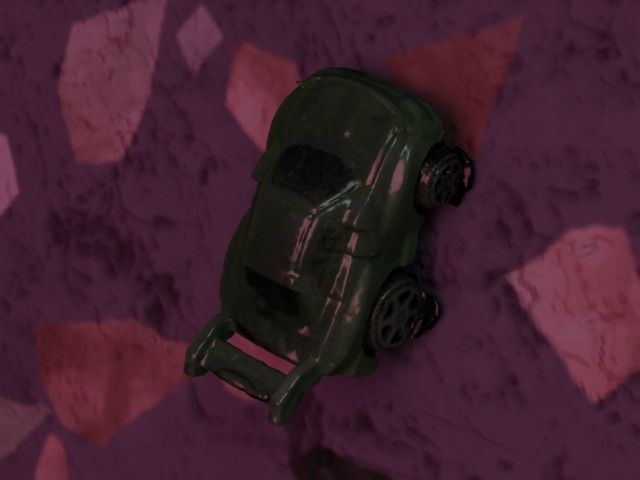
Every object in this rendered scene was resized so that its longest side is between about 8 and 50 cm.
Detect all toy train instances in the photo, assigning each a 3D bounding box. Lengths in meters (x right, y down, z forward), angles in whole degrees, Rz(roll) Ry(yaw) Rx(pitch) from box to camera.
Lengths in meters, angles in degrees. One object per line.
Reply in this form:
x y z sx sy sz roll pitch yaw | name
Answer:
0.000 0.000 0.870 0.099 0.081 0.149 27 112 33 | toy train
